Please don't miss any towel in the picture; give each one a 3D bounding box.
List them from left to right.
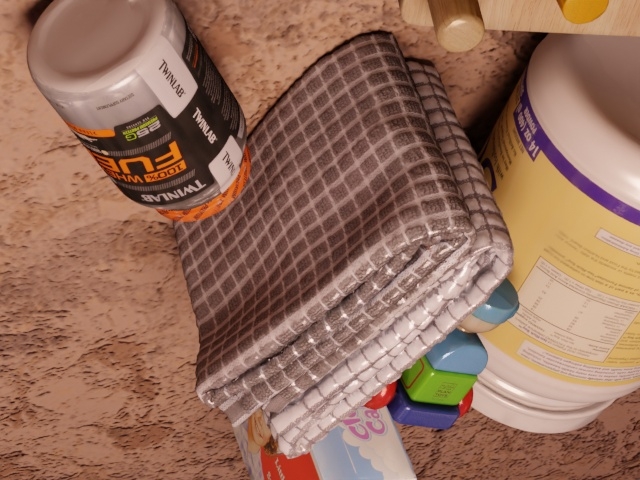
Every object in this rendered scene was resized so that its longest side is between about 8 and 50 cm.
[{"bbox_3d":[0.000,0.000,1.211,0.283,0.235,0.121,-42,135,23],"label":"towel"}]

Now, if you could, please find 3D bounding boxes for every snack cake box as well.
[{"bbox_3d":[-0.014,0.155,1.367,0.089,0.264,0.152,-2,139,-25],"label":"snack cake box"}]

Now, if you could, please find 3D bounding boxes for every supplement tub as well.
[{"bbox_3d":[-0.128,-0.101,1.118,0.117,0.117,0.190,-26,143,6],"label":"supplement tub"},{"bbox_3d":[0.238,-0.009,1.310,0.241,0.241,0.331,0,138,-26],"label":"supplement tub"}]

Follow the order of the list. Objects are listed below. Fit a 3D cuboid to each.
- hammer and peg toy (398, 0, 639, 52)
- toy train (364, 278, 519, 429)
[{"bbox_3d":[0.214,-0.282,1.018,0.265,0.127,0.361,2,139,-11],"label":"hammer and peg toy"},{"bbox_3d":[0.074,0.027,1.278,0.105,0.248,0.143,12,126,-35],"label":"toy train"}]
